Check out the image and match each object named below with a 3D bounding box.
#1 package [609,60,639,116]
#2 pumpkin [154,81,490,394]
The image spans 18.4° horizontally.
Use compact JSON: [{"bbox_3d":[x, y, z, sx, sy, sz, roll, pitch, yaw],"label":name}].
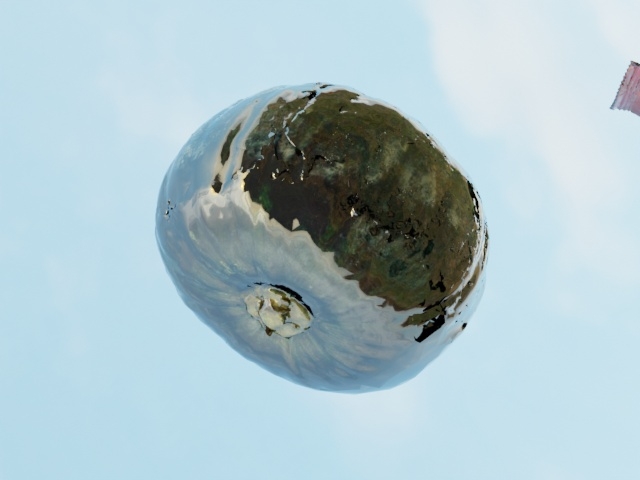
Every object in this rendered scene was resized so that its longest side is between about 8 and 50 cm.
[{"bbox_3d":[0.329,-0.087,1.561,0.200,0.083,0.022,22,-109,5],"label":"package"},{"bbox_3d":[0.000,0.000,1.356,0.233,0.233,0.163,37,-127,-15],"label":"pumpkin"}]
